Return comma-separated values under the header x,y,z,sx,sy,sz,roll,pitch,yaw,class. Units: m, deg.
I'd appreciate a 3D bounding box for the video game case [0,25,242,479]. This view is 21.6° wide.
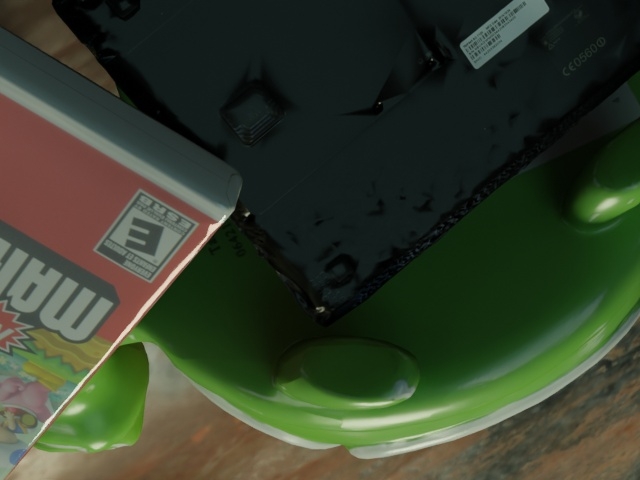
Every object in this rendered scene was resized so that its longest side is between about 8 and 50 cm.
x,y,z,sx,sy,sz,roll,pitch,yaw,class
-0.187,0.015,0.640,0.204,0.025,0.285,31,130,-15,video game case

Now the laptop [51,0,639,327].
x,y,z,sx,sy,sz,roll,pitch,yaw,class
-0.002,-0.150,0.634,0.234,0.136,0.264,-40,117,-1,laptop

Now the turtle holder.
x,y,z,sx,sy,sz,roll,pitch,yaw,class
0.018,0.006,0.769,0.320,0.243,0.227,-53,162,-9,turtle holder
